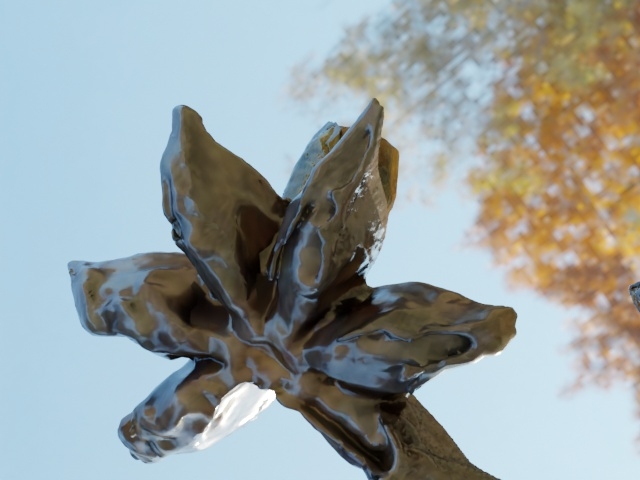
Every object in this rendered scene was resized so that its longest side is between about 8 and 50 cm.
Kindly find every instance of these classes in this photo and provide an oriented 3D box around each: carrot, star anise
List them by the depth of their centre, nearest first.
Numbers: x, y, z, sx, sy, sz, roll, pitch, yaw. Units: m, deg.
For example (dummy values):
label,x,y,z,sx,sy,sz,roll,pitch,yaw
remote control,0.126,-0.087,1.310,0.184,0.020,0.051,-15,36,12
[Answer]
label,x,y,z,sx,sy,sz,roll,pitch,yaw
star anise,-0.022,0.028,0.638,0.063,0.208,0.172,-31,-59,-56
carrot,0.000,0.000,1.157,0.082,0.173,0.082,23,180,0

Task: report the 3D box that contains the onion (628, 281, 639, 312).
label,x,y,z,sx,sy,sz,roll,pitch,yaw
onion,0.270,0.061,0.880,0.198,0.173,0.135,-3,-123,-17
